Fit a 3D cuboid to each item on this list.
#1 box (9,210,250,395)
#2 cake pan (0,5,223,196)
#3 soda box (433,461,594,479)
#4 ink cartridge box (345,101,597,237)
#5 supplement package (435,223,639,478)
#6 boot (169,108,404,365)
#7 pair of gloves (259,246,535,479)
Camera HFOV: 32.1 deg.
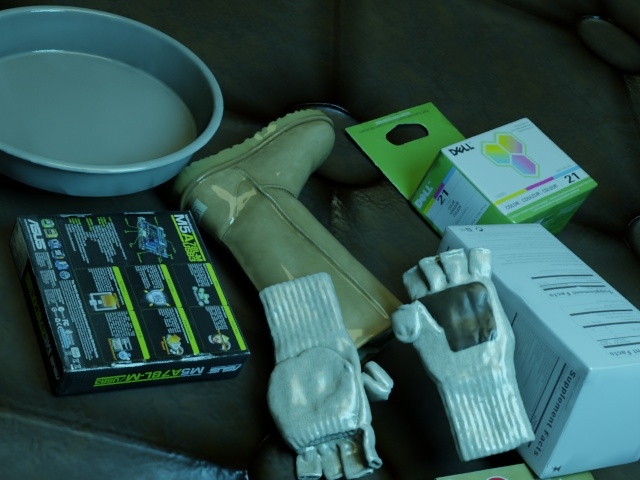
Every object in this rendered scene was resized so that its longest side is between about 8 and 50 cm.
[{"bbox_3d":[-0.184,0.053,1.064,0.184,0.045,0.191,-1,48,-34],"label":"box"},{"bbox_3d":[-0.249,-0.145,1.157,0.293,0.054,0.293,11,39,-9],"label":"cake pan"},{"bbox_3d":[0.178,0.252,1.053,0.181,0.061,0.058,-1,50,-31],"label":"soda box"},{"bbox_3d":[0.184,-0.102,1.389,0.188,0.097,0.255,-23,63,-42],"label":"ink cartridge box"},{"bbox_3d":[0.223,0.103,1.127,0.133,0.139,0.244,-2,34,-31],"label":"supplement package"},{"bbox_3d":[0.000,0.000,1.195,0.236,0.089,0.269,-31,67,-32],"label":"boot"},{"bbox_3d":[0.066,0.114,1.043,0.240,0.042,0.204,-9,68,1],"label":"pair of gloves"}]
